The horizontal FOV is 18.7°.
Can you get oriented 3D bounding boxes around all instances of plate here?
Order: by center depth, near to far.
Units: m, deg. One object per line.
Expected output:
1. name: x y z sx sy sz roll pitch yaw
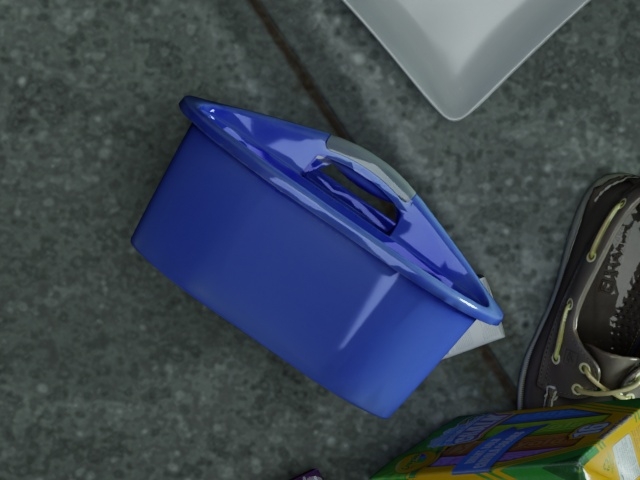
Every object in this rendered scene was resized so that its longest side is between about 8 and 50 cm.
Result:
1. plate: 0.130 -0.299 1.807 0.277 0.045 0.278 -43 99 -2

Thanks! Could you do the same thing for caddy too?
1. caddy: 0.000 0.000 1.716 0.341 0.241 0.179 35 97 -1

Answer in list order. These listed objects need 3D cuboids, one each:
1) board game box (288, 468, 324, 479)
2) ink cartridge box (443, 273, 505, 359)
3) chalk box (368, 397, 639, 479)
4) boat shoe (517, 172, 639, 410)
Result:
1. board game box: -0.023 0.411 1.812 0.208 0.056 0.347 -25 86 -7
2. ink cartridge box: 0.111 0.080 1.851 0.115 0.029 0.063 -20 98 -4
3. chalk box: 0.167 0.263 1.772 0.289 0.179 0.180 -11 99 36
4. boat shoe: 0.266 0.098 1.838 0.116 0.097 0.324 14 94 -9
